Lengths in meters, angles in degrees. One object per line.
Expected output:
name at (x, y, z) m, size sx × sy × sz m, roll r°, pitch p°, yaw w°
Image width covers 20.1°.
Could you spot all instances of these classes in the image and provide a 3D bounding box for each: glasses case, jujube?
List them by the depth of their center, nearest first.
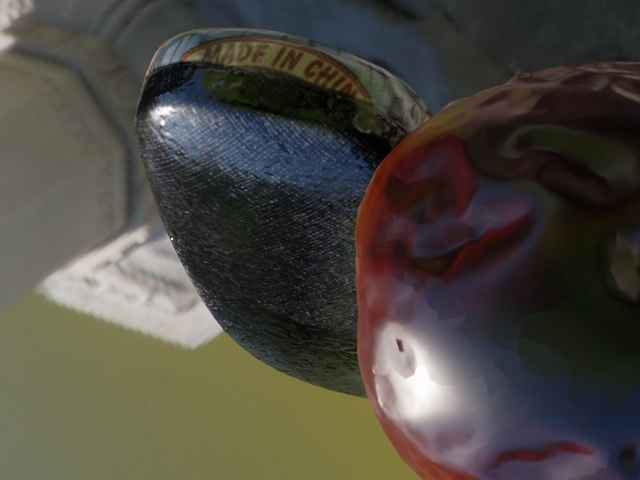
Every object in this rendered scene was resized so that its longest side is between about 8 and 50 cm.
jujube at (0.128, 0.019, 0.604) m, size 0.236 × 0.168 × 0.168 m, roll 0°, pitch 115°, yaw 19°
glasses case at (0.000, 0.000, 0.829) m, size 0.122 × 0.082 × 0.321 m, roll 11°, pitch 158°, yaw 12°
